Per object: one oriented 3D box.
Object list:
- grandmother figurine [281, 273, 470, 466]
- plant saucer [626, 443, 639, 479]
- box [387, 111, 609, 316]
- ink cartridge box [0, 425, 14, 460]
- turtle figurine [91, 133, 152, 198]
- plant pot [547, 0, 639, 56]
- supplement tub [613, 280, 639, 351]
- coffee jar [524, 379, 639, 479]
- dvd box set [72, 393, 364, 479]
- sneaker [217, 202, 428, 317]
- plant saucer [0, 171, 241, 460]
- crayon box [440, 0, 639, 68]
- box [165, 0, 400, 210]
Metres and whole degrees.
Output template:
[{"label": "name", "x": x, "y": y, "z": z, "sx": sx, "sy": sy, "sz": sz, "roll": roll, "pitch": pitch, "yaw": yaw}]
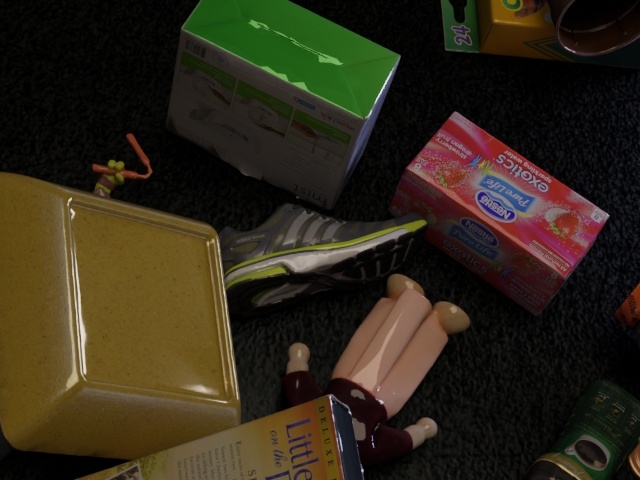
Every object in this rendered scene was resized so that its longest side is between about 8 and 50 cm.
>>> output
[{"label": "grandmother figurine", "x": 0.044, "y": 0.194, "z": 1.669, "sx": 0.208, "sy": 0.104, "sz": 0.342, "roll": 25, "pitch": 56, "yaw": 14}, {"label": "plant saucer", "x": 0.437, "y": 0.280, "z": 1.748, "sx": 0.084, "sy": 0.013, "sz": 0.083, "roll": 5, "pitch": 60, "yaw": -9}, {"label": "box", "x": 0.237, "y": -0.036, "z": 1.824, "sx": 0.257, "sy": 0.122, "sz": 0.128, "roll": 36, "pitch": 61, "yaw": 9}, {"label": "ink cartridge box", "x": -0.381, "y": 0.165, "z": 1.577, "sx": 0.127, "sy": 0.128, "sz": 0.176, "roll": 41, "pitch": 60, "yaw": 13}, {"label": "turtle figurine", "x": -0.295, "y": -0.012, "z": 1.716, "sx": 0.217, "sy": 0.087, "sz": 0.269, "roll": 1, "pitch": 69, "yaw": -34}, {"label": "plant pot", "x": 0.387, "y": -0.382, "z": 1.944, "sx": 0.167, "sy": 0.167, "sz": 0.165, "roll": -8, "pitch": 56, "yaw": -16}, {"label": "supplement tub", "x": 0.551, "y": 0.137, "z": 1.749, "sx": 0.316, "sy": 0.193, "sz": 0.193, "roll": 39, "pitch": 60, "yaw": 10}, {"label": "coffee jar", "x": 0.333, "y": 0.268, "z": 1.694, "sx": 0.096, "sy": 0.079, "sz": 0.184, "roll": 37, "pitch": 59, "yaw": 10}, {"label": "dvd box set", "x": -0.140, "y": 0.367, "z": 1.417, "sx": 0.421, "sy": 0.062, "sz": 0.307, "roll": -21, "pitch": 60, "yaw": 17}, {"label": "sneaker", "x": 0.000, "y": 0.000, "z": 1.767, "sx": 0.300, "sy": 0.111, "sz": 0.121, "roll": -13, "pitch": 60, "yaw": -20}, {"label": "plant saucer", "x": -0.218, "y": 0.084, "z": 1.573, "sx": 0.333, "sy": 0.081, "sz": 0.332, "roll": 15, "pitch": 56, "yaw": -44}, {"label": "crayon box", "x": 0.349, "y": -0.377, "z": 2.068, "sx": 0.323, "sy": 0.083, "sz": 0.203, "roll": 3, "pitch": 60, "yaw": -9}, {"label": "box", "x": -0.057, "y": -0.190, "z": 1.789, "sx": 0.262, "sy": 0.231, "sz": 0.126, "roll": 26, "pitch": 59, "yaw": 4}]
